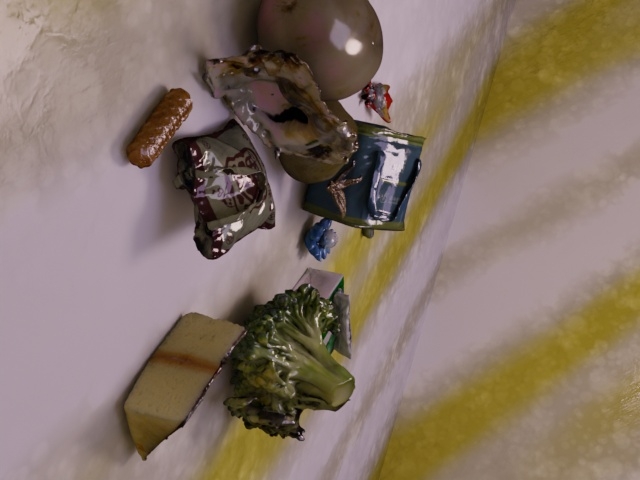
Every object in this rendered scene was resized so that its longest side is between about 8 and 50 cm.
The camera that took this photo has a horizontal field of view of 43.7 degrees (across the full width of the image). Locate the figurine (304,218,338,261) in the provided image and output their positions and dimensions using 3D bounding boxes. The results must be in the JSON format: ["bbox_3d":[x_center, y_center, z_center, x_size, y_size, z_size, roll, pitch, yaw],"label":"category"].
[{"bbox_3d":[0.000,0.000,1.963,0.114,0.079,0.114,20,90,-75],"label":"figurine"}]

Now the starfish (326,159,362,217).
[{"bbox_3d":[0.037,-0.118,1.729,0.130,0.041,0.133,5,107,-59],"label":"starfish"}]

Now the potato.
[{"bbox_3d":[-0.014,-0.213,1.651,0.174,0.159,0.251,-63,154,-9],"label":"potato"}]

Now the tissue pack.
[{"bbox_3d":[0.012,0.203,2.028,0.148,0.156,0.209,-56,152,-50],"label":"tissue pack"}]

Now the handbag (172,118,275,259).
[{"bbox_3d":[-0.158,-0.092,1.369,0.235,0.127,0.213,-42,118,-66],"label":"handbag"}]

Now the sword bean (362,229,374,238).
[{"bbox_3d":[0.150,-0.130,2.364,0.043,0.038,0.270,-93,-175,-59],"label":"sword bean"}]

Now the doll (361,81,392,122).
[{"bbox_3d":[0.152,-0.386,2.164,0.169,0.057,0.109,6,81,-56],"label":"doll"}]

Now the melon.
[{"bbox_3d":[0.001,-0.377,1.483,0.317,0.222,0.223,11,93,-69],"label":"melon"}]

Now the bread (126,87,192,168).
[{"bbox_3d":[-0.242,-0.172,1.210,0.052,0.044,0.157,88,25,-54],"label":"bread"}]

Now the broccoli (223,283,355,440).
[{"bbox_3d":[-0.080,0.266,1.736,0.323,0.272,0.335,-6,123,-28],"label":"broccoli"}]

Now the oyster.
[{"bbox_3d":[-0.061,-0.244,1.417,0.354,0.201,0.107,48,42,-50],"label":"oyster"}]

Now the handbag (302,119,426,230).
[{"bbox_3d":[0.107,-0.159,1.901,0.263,0.222,0.241,2,105,-42],"label":"handbag"}]

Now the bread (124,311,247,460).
[{"bbox_3d":[-0.229,0.274,1.423,0.240,0.135,0.178,-59,155,-45],"label":"bread"}]
